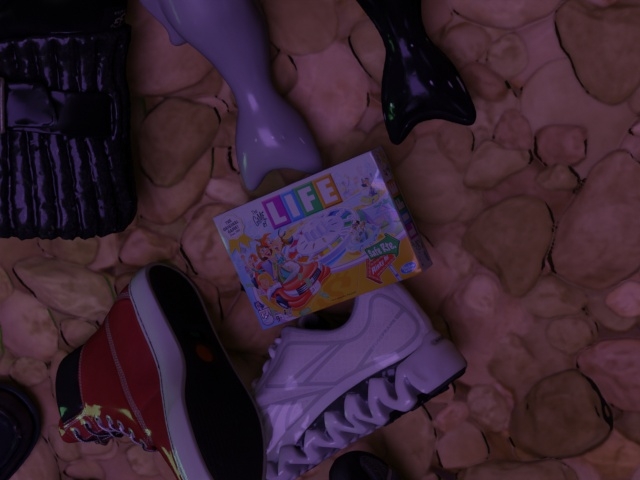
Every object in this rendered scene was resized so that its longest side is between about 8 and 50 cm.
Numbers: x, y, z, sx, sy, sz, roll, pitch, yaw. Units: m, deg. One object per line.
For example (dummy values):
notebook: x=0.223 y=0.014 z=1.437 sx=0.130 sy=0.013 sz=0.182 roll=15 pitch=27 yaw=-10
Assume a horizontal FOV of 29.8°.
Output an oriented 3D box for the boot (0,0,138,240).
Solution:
boot: x=-0.311 y=-0.144 z=0.978 sx=0.348 sy=0.131 sz=0.260 roll=13 pitch=114 yaw=10

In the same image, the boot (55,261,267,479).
boot: x=-0.147 y=0.164 z=1.024 sx=0.176 sy=0.088 sz=0.244 roll=-45 pitch=51 yaw=24

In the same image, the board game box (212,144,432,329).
board game box: x=0.000 y=0.000 z=0.964 sx=0.154 sy=0.026 sz=0.103 roll=-22 pitch=95 yaw=27

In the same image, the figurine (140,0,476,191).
figurine: x=-0.008 y=-0.153 z=0.934 sx=0.215 sy=0.092 sz=0.209 roll=-18 pitch=109 yaw=19

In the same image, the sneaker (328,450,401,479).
sneaker: x=0.042 y=0.291 z=1.069 sx=0.132 sy=0.086 sz=0.229 roll=-26 pitch=115 yaw=26

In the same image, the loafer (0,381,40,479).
loafer: x=-0.400 y=0.238 z=1.155 sx=0.302 sy=0.095 sz=0.109 roll=-29 pitch=101 yaw=21

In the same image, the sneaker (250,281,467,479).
sneaker: x=-0.016 y=0.137 z=1.039 sx=0.292 sy=0.110 sz=0.118 roll=-35 pitch=82 yaw=22
